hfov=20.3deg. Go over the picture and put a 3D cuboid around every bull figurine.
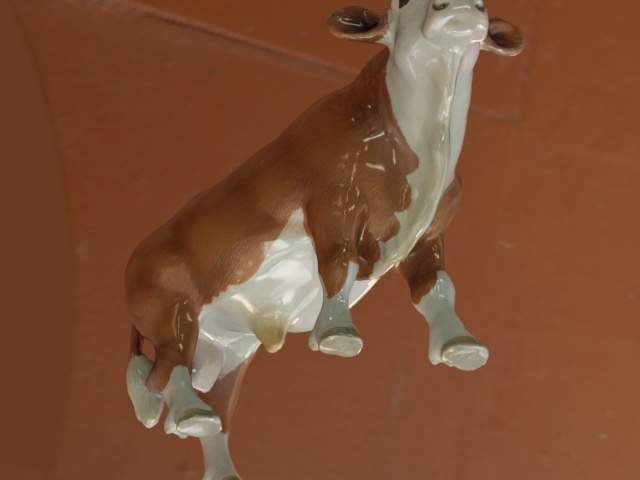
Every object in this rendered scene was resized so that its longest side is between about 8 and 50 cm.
[{"bbox_3d":[0.000,0.000,0.927,0.101,0.310,0.188,23,47,-30],"label":"bull figurine"}]
